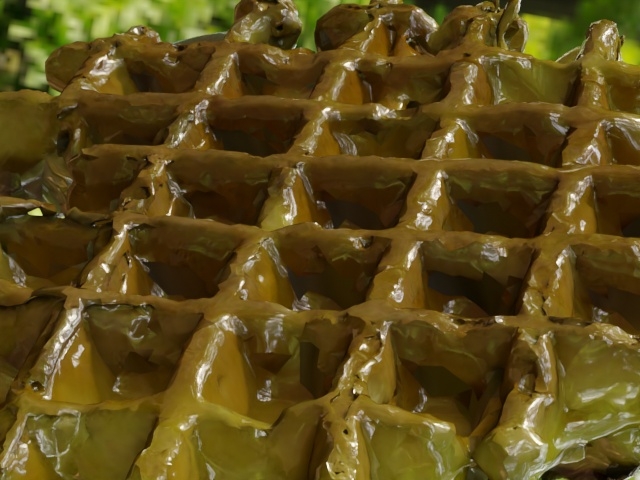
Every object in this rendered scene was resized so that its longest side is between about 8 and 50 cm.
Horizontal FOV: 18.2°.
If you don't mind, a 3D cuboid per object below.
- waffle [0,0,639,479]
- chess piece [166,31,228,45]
[{"bbox_3d":[0.000,0.000,0.477,0.228,0.231,0.051,39,-40,52],"label":"waffle"},{"bbox_3d":[-0.073,0.000,1.542,0.176,0.176,0.298,-66,137,-60],"label":"chess piece"}]
